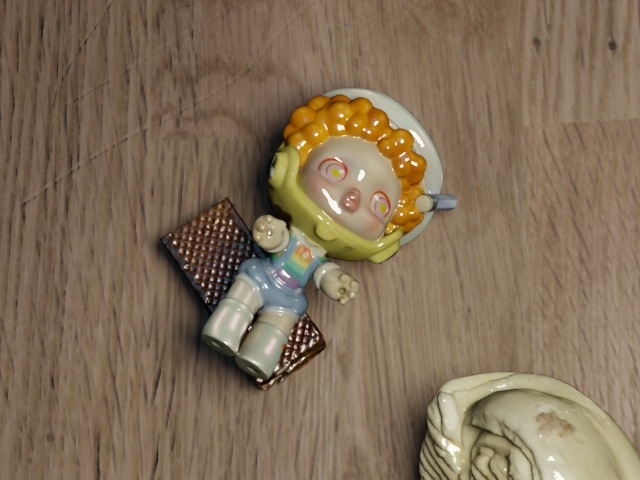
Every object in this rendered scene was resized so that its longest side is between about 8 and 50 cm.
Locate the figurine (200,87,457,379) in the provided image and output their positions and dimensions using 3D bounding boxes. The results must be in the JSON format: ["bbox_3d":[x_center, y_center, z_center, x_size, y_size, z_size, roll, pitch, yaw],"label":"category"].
[{"bbox_3d":[-0.026,-0.018,1.753,0.382,0.205,0.224,-42,94,-23],"label":"figurine"}]

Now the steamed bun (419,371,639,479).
[{"bbox_3d":[0.270,0.293,1.633,0.219,0.310,0.324,-21,110,-25],"label":"steamed bun"}]

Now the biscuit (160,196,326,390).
[{"bbox_3d":[-0.100,0.064,1.837,0.106,0.070,0.252,-34,75,-3],"label":"biscuit"}]
